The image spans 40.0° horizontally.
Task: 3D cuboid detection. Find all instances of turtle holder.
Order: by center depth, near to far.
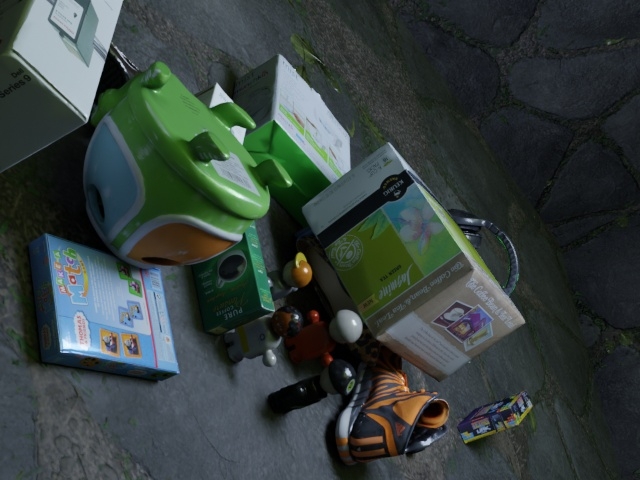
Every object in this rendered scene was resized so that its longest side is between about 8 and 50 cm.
[{"bbox_3d":[-0.225,-0.109,1.209,0.320,0.227,0.243,47,16,6],"label":"turtle holder"}]

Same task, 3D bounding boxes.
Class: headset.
[{"bbox_3d":[0.300,0.021,2.149,0.394,0.243,0.185,37,10,13],"label":"headset"}]

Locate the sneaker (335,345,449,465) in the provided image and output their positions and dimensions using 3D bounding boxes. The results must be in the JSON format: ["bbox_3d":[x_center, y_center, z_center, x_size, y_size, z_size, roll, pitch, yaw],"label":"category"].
[{"bbox_3d":[0.154,0.298,1.612,0.321,0.180,0.124,-62,138,-58],"label":"sneaker"}]

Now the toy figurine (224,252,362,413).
[{"bbox_3d":[-0.036,0.152,1.436,0.209,0.148,0.213,54,26,-21],"label":"toy figurine"}]

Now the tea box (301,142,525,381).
[{"bbox_3d":[0.181,0.051,1.675,0.329,0.220,0.323,39,17,-54],"label":"tea box"}]

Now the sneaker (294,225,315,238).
[{"bbox_3d":[0.000,0.000,1.782,0.144,0.053,0.059,11,59,-60],"label":"sneaker"}]

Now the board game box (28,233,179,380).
[{"bbox_3d":[-0.278,0.092,1.141,0.211,0.039,0.160,26,43,-55],"label":"board game box"}]

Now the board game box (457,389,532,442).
[{"bbox_3d":[0.419,0.419,2.100,0.170,0.141,0.048,-10,77,-65],"label":"board game box"}]

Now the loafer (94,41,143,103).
[{"bbox_3d":[-0.315,-0.244,1.372,0.220,0.080,0.078,55,18,-36],"label":"loafer"}]

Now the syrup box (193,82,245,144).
[{"bbox_3d":[-0.199,-0.154,1.476,0.093,0.096,0.237,50,27,-32],"label":"syrup box"}]

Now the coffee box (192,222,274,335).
[{"bbox_3d":[-0.144,0.045,1.374,0.040,0.113,0.184,29,40,-57],"label":"coffee box"}]

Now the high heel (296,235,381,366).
[{"bbox_3d":[0.027,0.112,1.672,0.186,0.093,0.261,41,22,-43],"label":"high heel"}]

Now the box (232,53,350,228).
[{"bbox_3d":[-0.055,-0.203,1.781,0.262,0.127,0.231,45,29,-35],"label":"box"}]

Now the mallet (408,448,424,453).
[{"bbox_3d":[0.143,0.381,1.717,0.190,0.039,0.062,22,47,-51],"label":"mallet"}]

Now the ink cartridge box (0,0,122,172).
[{"bbox_3d":[-0.370,-0.224,1.063,0.121,0.211,0.289,46,30,-37],"label":"ink cartridge box"}]
